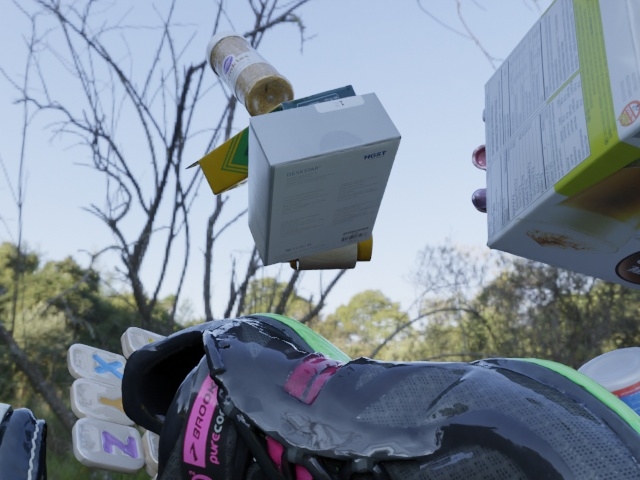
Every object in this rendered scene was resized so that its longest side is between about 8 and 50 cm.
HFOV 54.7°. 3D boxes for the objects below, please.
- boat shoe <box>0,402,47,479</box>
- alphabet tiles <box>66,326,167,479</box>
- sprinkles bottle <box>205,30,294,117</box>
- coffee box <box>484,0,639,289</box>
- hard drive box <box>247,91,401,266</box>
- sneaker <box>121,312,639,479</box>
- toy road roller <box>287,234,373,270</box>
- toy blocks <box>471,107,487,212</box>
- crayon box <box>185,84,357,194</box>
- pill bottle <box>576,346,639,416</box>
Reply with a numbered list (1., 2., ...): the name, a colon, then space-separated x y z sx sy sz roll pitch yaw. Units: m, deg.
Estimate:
1. boat shoe: -0.175 0.277 0.393 0.113 0.340 0.127 1 -21 -16
2. alphabet tiles: -0.141 0.200 0.684 0.278 0.021 0.284 28 14 -35
3. sprinkles bottle: -0.180 -0.409 1.520 0.121 0.355 0.121 -14 -52 -19
4. coffee box: 0.468 -0.158 0.900 0.337 0.338 0.334 15 -31 -12
5. hard drive box: -0.005 -0.078 0.873 0.181 0.089 0.232 -15 -31 -18
6. sneaker: 0.000 0.156 0.435 0.202 0.185 0.482 3 -3 -38
7. toy road roller: 0.000 0.000 1.489 0.202 0.329 0.241 -1 -56 -5
8. toy blocks: 0.516 -0.220 1.532 0.288 0.309 0.260 2 -5 31
9. crayon box: -0.092 -0.183 1.205 0.323 0.083 0.203 -21 5 46
10. pill bottle: 0.470 0.278 0.893 0.124 0.222 0.124 -27 2 1
